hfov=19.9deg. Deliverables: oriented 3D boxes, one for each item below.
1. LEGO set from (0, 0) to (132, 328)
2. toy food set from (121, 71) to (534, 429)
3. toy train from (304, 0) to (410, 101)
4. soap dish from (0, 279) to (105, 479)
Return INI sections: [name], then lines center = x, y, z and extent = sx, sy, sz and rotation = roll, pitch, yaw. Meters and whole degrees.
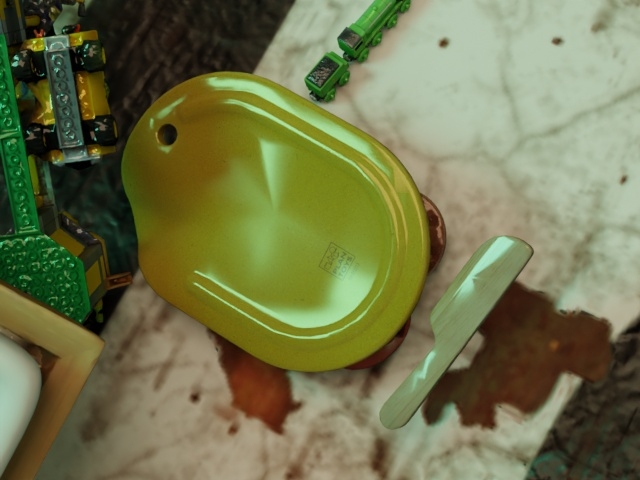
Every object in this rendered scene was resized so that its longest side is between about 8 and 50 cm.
[LEGO set]
center = -0.251, -0.045, 0.958
extent = 0.331, 0.192, 0.255
rotation = -16, 98, 6
[toy food set]
center = 0.000, 0.000, 0.938
extent = 0.218, 0.071, 0.128
rotation = 32, 102, 20
[toy train]
center = 0.021, -0.110, 0.992
extent = 0.017, 0.023, 0.083
rotation = 36, 79, 18
[soap dish]
center = -0.259, 0.104, 0.827
extent = 0.229, 0.118, 0.291
rotation = 28, 104, -6
